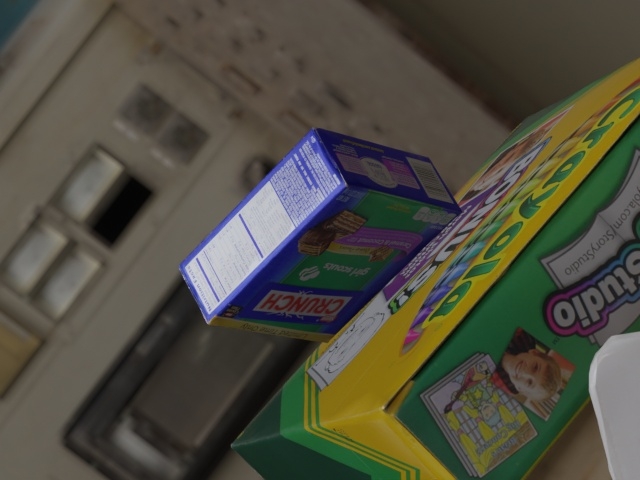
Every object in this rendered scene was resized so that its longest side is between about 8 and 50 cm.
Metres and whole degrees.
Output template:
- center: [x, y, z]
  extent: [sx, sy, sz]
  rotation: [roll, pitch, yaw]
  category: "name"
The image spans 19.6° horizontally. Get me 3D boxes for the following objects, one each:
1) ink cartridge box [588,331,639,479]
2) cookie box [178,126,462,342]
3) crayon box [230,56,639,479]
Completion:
- center: [0.199, 0.171, 0.389]
  extent: [0.119, 0.207, 0.353]
  rotation: [-92, -15, -83]
  category: "ink cartridge box"
- center: [0.000, 0.000, 0.909]
  extent: [0.092, 0.107, 0.040]
  rotation: [11, -138, -48]
  category: "cookie box"
- center: [0.130, 0.031, 1.254]
  extent: [0.106, 0.363, 0.313]
  rotation: [45, 159, -6]
  category: "crayon box"
